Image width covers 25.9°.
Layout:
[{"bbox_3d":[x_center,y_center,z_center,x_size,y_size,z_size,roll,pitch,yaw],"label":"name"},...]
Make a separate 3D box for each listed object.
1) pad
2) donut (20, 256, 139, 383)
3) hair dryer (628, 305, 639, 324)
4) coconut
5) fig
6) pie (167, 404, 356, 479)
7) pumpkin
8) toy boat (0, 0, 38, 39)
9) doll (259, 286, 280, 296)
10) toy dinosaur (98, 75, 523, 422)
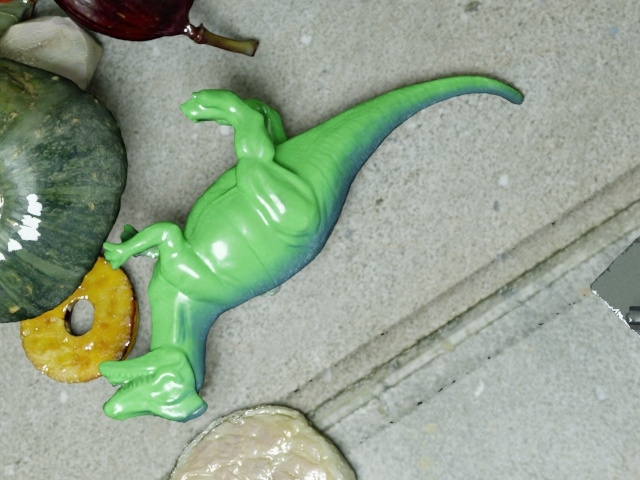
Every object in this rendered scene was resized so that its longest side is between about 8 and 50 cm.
[{"bbox_3d":[0.423,0.027,1.555,0.211,0.003,0.143,-44,78,0],"label":"pad"},{"bbox_3d":[-0.277,0.094,1.626,0.152,0.058,0.151,-1,80,8],"label":"donut"},{"bbox_3d":[0.497,0.156,1.493,0.284,0.156,0.320,-12,66,24],"label":"hair dryer"},{"bbox_3d":[-0.316,-0.212,1.656,0.124,0.110,0.110,-17,78,-18],"label":"coconut"},{"bbox_3d":[-0.208,-0.297,1.605,0.186,0.203,0.249,-33,80,-13],"label":"fig"},{"bbox_3d":[-0.065,0.277,1.567,0.218,0.052,0.185,6,84,12],"label":"pie"},{"bbox_3d":[-0.382,-0.067,1.523,0.328,0.257,0.291,26,88,-4],"label":"pumpkin"},{"bbox_3d":[-0.413,-0.257,1.698,0.185,0.071,0.089,-29,119,4],"label":"toy boat"},{"bbox_3d":[-0.096,0.034,1.614,0.083,0.050,0.076,-17,75,8],"label":"doll"},{"bbox_3d":[0.000,0.000,1.535,0.500,0.144,0.374,-4,79,-4],"label":"toy dinosaur"}]
